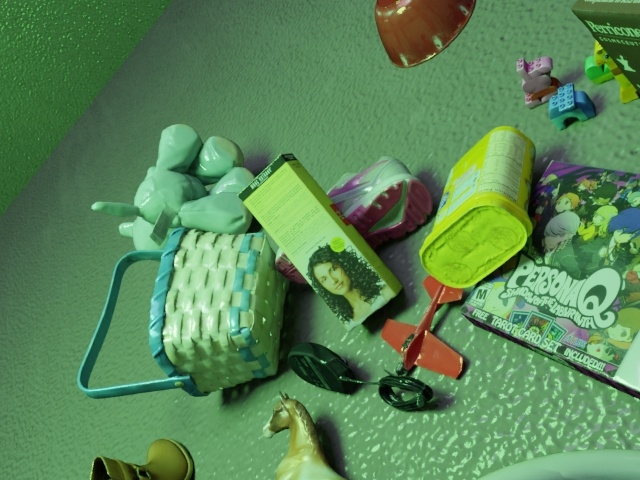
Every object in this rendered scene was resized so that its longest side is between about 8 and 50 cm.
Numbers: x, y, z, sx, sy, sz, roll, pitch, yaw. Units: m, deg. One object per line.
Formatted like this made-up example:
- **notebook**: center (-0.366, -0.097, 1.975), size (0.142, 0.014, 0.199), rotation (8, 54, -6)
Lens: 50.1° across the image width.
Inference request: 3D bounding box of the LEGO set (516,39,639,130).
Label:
- **LEGO set**: center (0.325, -0.207, 0.795), size (0.227, 0.093, 0.087), rotation (-21, 46, 39)

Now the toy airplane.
- **toy airplane**: center (0.126, 0.103, 0.814), size (0.151, 0.028, 0.151), rotation (-32, 38, 30)

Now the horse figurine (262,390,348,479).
- **horse figurine**: center (-0.012, 0.307, 0.767), size (0.174, 0.066, 0.263), rotation (-61, 32, 0)

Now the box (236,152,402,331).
- **box**: center (0.000, 0.000, 0.892), size (0.087, 0.232, 0.058), rotation (-42, -4, 19)

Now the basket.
- **basket**: center (-0.201, 0.112, 1.017), size (0.289, 0.201, 0.255), rotation (-3, 52, 12)

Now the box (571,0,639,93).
- **box**: center (0.377, -0.193, 0.601), size (0.167, 0.203, 0.168), rotation (-49, 23, 7)

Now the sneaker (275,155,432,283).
- **sneaker**: center (0.042, -0.028, 0.982), size (0.252, 0.103, 0.111), rotation (-32, 35, 19)

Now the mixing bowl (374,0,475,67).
- **mixing bowl**: center (0.159, -0.396, 1.159), size (0.181, 0.098, 0.181), rotation (-30, 41, 30)

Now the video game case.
- **video game case**: center (0.280, 0.027, 0.686), size (0.210, 0.042, 0.232), rotation (-56, 34, -7)

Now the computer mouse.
- **computer mouse**: center (0.045, 0.159, 0.834), size (0.242, 0.071, 0.041), rotation (3, 41, 49)

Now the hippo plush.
- **hippo plush**: center (-0.253, -0.039, 1.291), size (0.294, 0.234, 0.236), rotation (-62, 1, -39)

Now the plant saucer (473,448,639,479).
- **plant saucer**: center (0.187, 0.331, 0.386), size (0.400, 0.100, 0.400), rotation (-4, 63, 9)

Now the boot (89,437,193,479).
- **boot**: center (-0.253, 0.329, 0.956), size (0.073, 0.152, 0.197), rotation (-49, 34, 6)

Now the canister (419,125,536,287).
- **canister**: center (0.185, -0.043, 0.782), size (0.126, 0.073, 0.170), rotation (-47, 12, 42)
